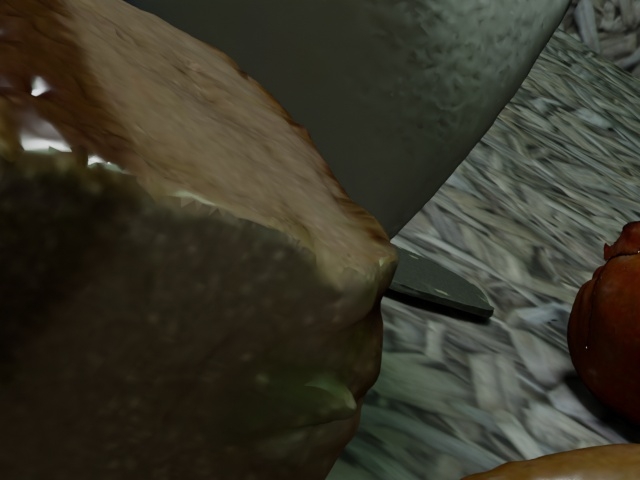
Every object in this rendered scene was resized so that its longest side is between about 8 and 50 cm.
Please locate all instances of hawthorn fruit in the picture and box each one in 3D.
[{"bbox_3d":[0.229,0.060,1.130,0.172,0.148,0.148,47,18,6],"label":"hawthorn fruit"}]

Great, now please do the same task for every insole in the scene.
[{"bbox_3d":[0.000,0.000,1.149,0.247,0.011,0.081,22,15,-23],"label":"insole"}]

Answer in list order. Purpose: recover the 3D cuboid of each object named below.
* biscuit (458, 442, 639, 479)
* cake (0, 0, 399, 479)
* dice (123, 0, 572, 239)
[{"bbox_3d":[0.102,0.148,0.568,0.220,0.066,0.220,-3,38,3],"label":"biscuit"},{"bbox_3d":[-0.108,0.025,0.556,0.293,0.196,0.199,25,16,-31],"label":"cake"},{"bbox_3d":[-0.074,-0.143,0.838,0.304,0.277,0.304,40,24,-11],"label":"dice"}]
